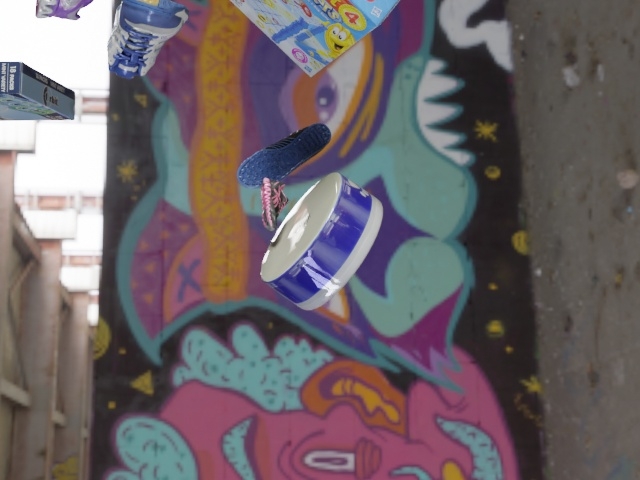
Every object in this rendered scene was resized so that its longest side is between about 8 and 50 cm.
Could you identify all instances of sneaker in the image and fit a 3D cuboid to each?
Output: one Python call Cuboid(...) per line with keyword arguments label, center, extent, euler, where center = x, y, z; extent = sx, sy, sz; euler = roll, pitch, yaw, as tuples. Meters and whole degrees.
Cuboid(label="sneaker", center=(-0.089, -0.073, 1.809), extent=(0.047, 0.057, 0.119), euler=(124, 146, -57))
Cuboid(label="sneaker", center=(-0.501, -0.535, 1.827), extent=(0.236, 0.105, 0.095), euler=(-43, 43, 44))
Cuboid(label="sneaker", center=(-0.082, -0.180, 1.960), extent=(0.081, 0.232, 0.090), euler=(61, 168, -3))
Cuboid(label="sneaker", center=(-0.298, -0.335, 1.501), extent=(0.296, 0.112, 0.130), euler=(-167, 94, -74))

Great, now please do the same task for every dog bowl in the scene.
Cuboid(label="dog bowl", center=(0.000, 0.000, 1.757), extent=(0.265, 0.104, 0.265), euler=(-48, 18, 21))

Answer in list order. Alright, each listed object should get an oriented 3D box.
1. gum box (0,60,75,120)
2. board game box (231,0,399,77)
Cuboid(label="gum box", center=(-0.406, -0.172, 1.050), extent=(0.157, 0.185, 0.041), euler=(30, -120, -84))
Cuboid(label="board game box", center=(-0.045, -0.477, 1.652), extent=(0.086, 0.308, 0.302), euler=(-53, 13, -21))
